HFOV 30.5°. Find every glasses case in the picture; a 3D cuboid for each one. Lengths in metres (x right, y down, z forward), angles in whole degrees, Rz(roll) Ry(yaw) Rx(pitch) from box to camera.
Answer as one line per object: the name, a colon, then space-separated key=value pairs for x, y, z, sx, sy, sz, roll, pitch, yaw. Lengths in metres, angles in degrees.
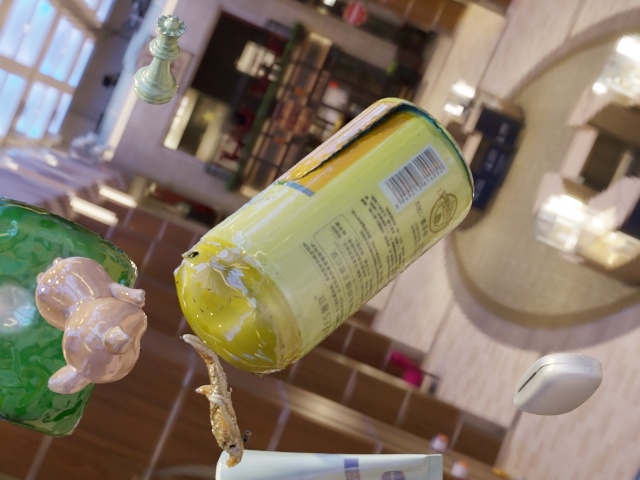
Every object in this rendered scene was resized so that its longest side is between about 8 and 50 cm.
glasses case: x=0.346 y=0.213 z=1.724 sx=0.233 sy=0.092 sz=0.059 roll=98 pitch=177 yaw=-67

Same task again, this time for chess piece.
chess piece: x=-0.146 y=-0.170 z=1.082 sx=0.093 sy=0.042 sz=0.042 roll=114 pitch=174 yaw=-48

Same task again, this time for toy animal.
toy animal: x=-0.206 y=0.070 z=1.028 sx=0.150 sy=0.089 sz=0.083 roll=48 pitch=134 yaw=40

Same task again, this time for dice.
dice: x=-0.457 y=0.116 z=1.759 sx=0.287 sy=0.297 sz=0.300 roll=139 pitch=151 yaw=-75

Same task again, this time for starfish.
starfish: x=-0.128 y=0.201 z=1.482 sx=0.247 sy=0.050 sz=0.138 roll=96 pitch=151 yaw=-62

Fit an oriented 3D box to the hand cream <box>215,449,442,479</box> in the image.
hand cream: x=0.011 y=0.326 z=1.643 sx=0.109 sy=0.320 sz=0.067 roll=83 pitch=-173 yaw=-47

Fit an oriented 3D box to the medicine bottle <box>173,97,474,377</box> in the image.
medicine bottle: x=0.000 y=0.000 z=0.887 sx=0.239 sy=0.124 sz=0.124 roll=-37 pitch=-7 yaw=-27
